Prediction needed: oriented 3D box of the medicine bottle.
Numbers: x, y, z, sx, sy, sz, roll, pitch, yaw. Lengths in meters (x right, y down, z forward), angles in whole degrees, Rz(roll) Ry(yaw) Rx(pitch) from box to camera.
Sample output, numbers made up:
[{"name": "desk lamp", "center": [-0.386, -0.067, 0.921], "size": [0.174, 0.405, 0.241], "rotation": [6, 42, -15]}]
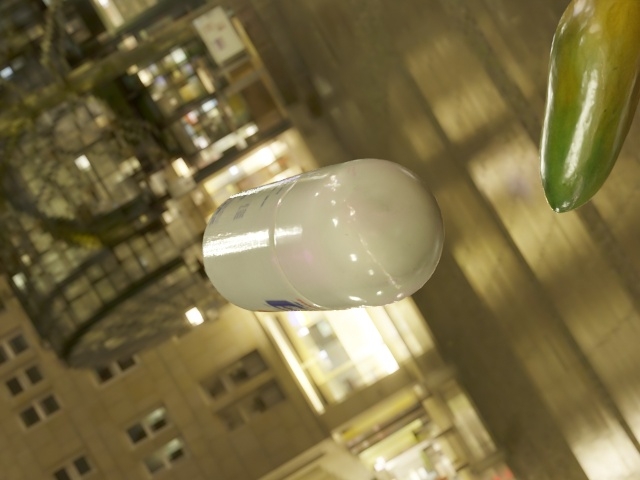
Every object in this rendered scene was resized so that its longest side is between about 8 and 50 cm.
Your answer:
[{"name": "medicine bottle", "center": [0.000, 0.000, 1.257], "size": [0.130, 0.130, 0.341], "rotation": [60, 159, -8]}]

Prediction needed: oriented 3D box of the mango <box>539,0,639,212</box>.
[{"name": "mango", "center": [0.276, -0.150, 1.395], "size": [0.091, 0.238, 0.137], "rotation": [20, -156, 25]}]
